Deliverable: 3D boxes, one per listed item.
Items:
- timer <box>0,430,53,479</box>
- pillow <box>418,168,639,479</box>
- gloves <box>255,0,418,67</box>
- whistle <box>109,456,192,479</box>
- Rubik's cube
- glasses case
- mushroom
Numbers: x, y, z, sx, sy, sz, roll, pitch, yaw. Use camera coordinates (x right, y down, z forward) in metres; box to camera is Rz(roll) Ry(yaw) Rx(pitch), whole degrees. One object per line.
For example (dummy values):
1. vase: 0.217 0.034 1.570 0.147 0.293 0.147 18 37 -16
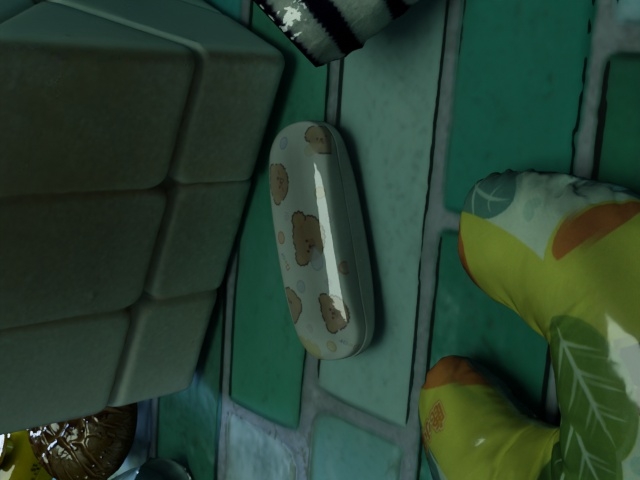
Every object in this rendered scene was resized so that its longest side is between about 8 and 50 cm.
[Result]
1. timer: -0.306 0.229 0.987 0.107 0.109 0.107 -25 50 33
2. pillow: 0.132 0.086 0.502 0.214 0.086 0.233 37 124 50
3. gloves: 0.039 -0.214 0.538 0.219 0.131 0.140 -43 58 7
4. whistle: -0.223 0.274 0.909 0.312 0.062 0.062 -34 71 44
5. Rubik's cube: -0.269 -0.065 0.724 0.322 0.319 0.316 39 122 37
6. glasses case: 0.000 0.000 0.648 0.063 0.041 0.164 -11 88 47
7. mushroom: -0.220 0.166 0.873 0.126 0.085 0.109 21 110 40
